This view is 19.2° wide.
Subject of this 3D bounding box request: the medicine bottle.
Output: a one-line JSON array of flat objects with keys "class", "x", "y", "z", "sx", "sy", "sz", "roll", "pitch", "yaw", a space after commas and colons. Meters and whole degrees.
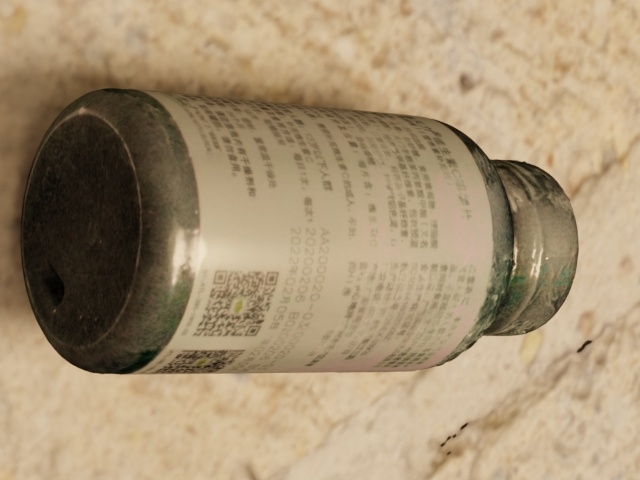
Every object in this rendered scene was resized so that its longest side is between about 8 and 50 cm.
[{"class": "medicine bottle", "x": 0.000, "y": 0.000, "z": 0.996, "sx": 0.293, "sy": 0.141, "sz": 0.141, "roll": 3, "pitch": 101, "yaw": -37}]
